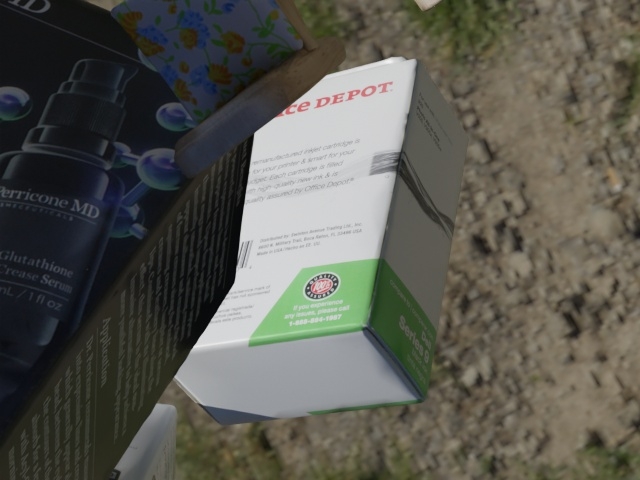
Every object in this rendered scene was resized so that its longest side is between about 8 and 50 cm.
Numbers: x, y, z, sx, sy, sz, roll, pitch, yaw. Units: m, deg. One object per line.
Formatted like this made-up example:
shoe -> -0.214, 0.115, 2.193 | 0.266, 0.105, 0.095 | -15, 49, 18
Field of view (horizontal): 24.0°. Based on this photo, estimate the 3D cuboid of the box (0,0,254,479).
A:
box -> -0.252, 0.032, 0.912 | 0.293, 0.395, 0.212 | 22, 138, 10

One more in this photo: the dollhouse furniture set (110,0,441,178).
dollhouse furniture set -> -0.160, -0.170, 0.645 | 0.394, 0.256, 0.362 | -35, 97, 19

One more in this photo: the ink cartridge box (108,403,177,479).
ink cartridge box -> -0.207, 0.289, 1.187 | 0.129, 0.307, 0.223 | 7, 113, 5

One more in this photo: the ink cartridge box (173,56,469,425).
ink cartridge box -> 0.000, 0.000, 1.312 | 0.211, 0.289, 0.121 | -10, 138, 30
